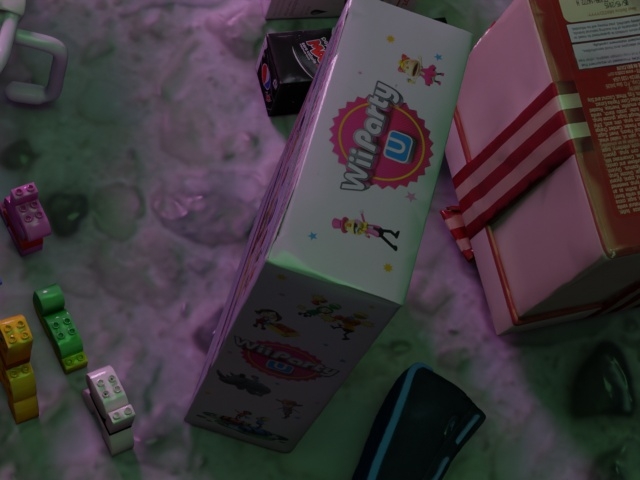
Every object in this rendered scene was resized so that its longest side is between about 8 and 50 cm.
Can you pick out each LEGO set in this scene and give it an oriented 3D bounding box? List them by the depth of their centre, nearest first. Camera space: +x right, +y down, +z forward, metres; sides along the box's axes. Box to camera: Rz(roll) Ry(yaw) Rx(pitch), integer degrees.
[{"bbox_3d":[-0.220,0.058,1.164,0.087,0.093,0.227,-21,71,-23],"label":"LEGO set"}]

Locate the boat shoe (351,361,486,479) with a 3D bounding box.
[{"bbox_3d":[0.063,0.209,1.156,0.089,0.109,0.258,27,63,-4],"label":"boat shoe"}]

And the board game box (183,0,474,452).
[{"bbox_3d":[0.000,0.000,1.128,0.097,0.303,0.224,19,61,-4],"label":"board game box"}]

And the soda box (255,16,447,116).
[{"bbox_3d":[0.033,-0.152,1.351,0.169,0.060,0.053,-8,66,-18],"label":"soda box"}]

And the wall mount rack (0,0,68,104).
[{"bbox_3d":[-0.345,-0.249,1.273,0.304,0.130,0.350,12,61,-12],"label":"wall mount rack"}]

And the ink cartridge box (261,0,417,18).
[{"bbox_3d":[0.041,-0.253,1.378,0.180,0.104,0.060,-5,65,-16],"label":"ink cartridge box"}]

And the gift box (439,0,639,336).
[{"bbox_3d":[0.249,-0.088,1.259,0.255,0.258,0.276,-5,73,-16],"label":"gift box"}]
